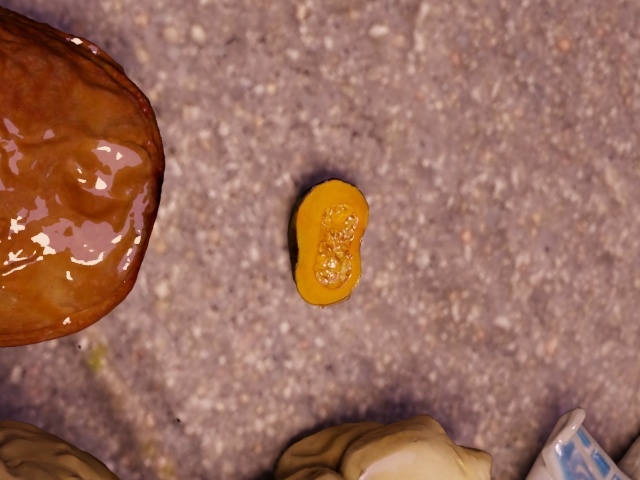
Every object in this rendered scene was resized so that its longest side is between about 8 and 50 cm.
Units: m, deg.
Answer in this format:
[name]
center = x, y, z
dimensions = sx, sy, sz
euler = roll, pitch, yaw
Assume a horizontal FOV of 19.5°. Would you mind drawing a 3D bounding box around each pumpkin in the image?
[pumpkin]
center = 0.000, 0.000, 1.156
dimensions = 0.050, 0.028, 0.083
euler = -1, 104, -27

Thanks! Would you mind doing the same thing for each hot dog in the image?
[hot dog]
center = -0.226, -0.045, 0.995
dimensions = 0.272, 0.122, 0.196
euler = 12, 87, -22

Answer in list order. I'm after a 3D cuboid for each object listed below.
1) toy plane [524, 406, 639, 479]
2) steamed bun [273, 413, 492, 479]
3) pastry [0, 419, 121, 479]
[toy plane]
center = 0.242, 0.193, 1.240
dimensions = 0.267, 0.123, 0.266
euler = -3, 97, -23
[steamed bun]
center = 0.026, 0.192, 1.146
dimensions = 0.192, 0.106, 0.177
euler = -41, 114, -8
[pastry]
center = -0.214, 0.276, 0.921
dimensions = 0.389, 0.313, 0.388
euler = 3, 82, -23
